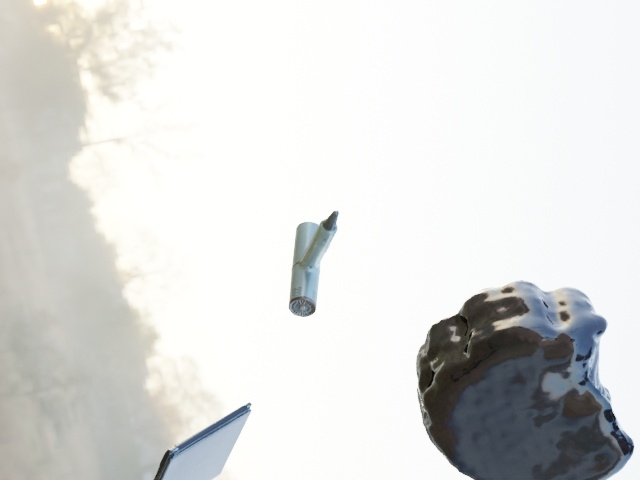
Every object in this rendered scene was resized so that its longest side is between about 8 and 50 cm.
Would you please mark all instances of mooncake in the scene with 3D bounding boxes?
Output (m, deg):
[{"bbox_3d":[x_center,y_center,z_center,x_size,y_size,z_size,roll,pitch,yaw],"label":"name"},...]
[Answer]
[{"bbox_3d":[0.342,0.251,2.251,0.212,0.351,0.381,-96,180,-56],"label":"mooncake"}]

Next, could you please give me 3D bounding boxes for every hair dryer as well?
[{"bbox_3d":[0.001,-0.007,1.819,0.154,0.044,0.183,-88,-164,-44],"label":"hair dryer"}]

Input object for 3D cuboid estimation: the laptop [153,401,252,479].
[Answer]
[{"bbox_3d":[-0.156,0.278,1.646,0.016,0.180,0.129,37,-61,19],"label":"laptop"}]
